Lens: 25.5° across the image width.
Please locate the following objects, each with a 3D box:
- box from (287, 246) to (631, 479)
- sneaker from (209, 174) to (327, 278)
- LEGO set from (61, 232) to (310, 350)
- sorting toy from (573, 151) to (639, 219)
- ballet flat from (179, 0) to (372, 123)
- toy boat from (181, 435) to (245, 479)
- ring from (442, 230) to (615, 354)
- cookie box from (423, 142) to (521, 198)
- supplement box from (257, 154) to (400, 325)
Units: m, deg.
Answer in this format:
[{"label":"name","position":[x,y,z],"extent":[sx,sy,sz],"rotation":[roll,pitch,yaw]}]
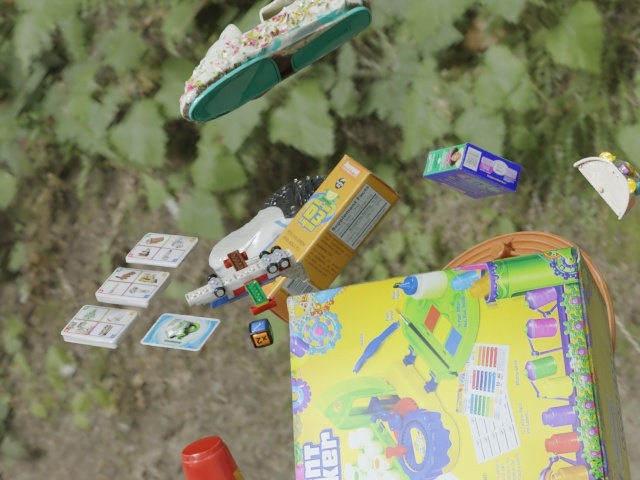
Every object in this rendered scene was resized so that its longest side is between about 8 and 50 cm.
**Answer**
[{"label":"box","position":[0.131,0.188,1.295],"extent":[0.279,0.177,0.289],"rotation":[-10,66,17]},{"label":"sneaker","position":[-0.059,-0.014,2.106],"extent":[0.237,0.086,0.085],"rotation":[-36,37,22]},{"label":"LEGO set","position":[-0.131,0.070,1.528],"extent":[0.244,0.060,0.182],"rotation":[4,40,31]},{"label":"sorting toy","position":[0.344,-0.071,1.615],"extent":[0.083,0.075,0.045],"rotation":[53,122,18]},{"label":"ballet flat","position":[-0.056,-0.207,1.498],"extent":[0.241,0.091,0.077],"rotation":[-30,65,-13]},{"label":"toy boat","position":[-0.133,0.305,1.265],"extent":[0.268,0.148,0.318],"rotation":[-13,13,25]},{"label":"ring","position":[0.180,0.139,1.570],"extent":[0.337,0.032,0.336],"rotation":[-29,47,36]},{"label":"cookie box","position":[0.204,-0.093,1.915],"extent":[0.107,0.092,0.040],"rotation":[-9,62,65]},{"label":"supplement box","position":[0.000,0.000,1.924],"extent":[0.233,0.080,0.078],"rotation":[-50,38,-1]}]
